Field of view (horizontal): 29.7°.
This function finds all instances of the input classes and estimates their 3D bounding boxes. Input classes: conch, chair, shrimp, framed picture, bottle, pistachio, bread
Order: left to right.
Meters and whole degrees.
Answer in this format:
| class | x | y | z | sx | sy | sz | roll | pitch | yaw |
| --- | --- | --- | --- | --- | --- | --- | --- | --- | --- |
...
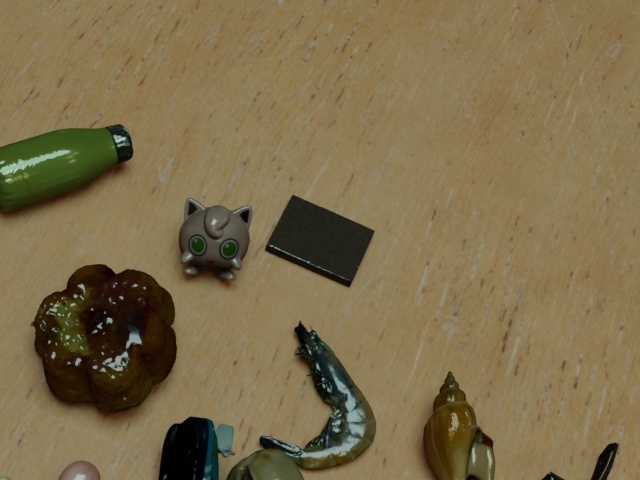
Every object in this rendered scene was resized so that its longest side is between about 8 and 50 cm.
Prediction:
| class | x | y | z | sx | sy | sz | roll | pitch | yaw |
| --- | --- | --- | --- | --- | --- | --- | --- | --- | --- |
| bottle | -0.462 | -0.140 | 2.143 | 0.260 | 0.112 | 0.112 | -21 | 63 | -25 |
| bread | -0.354 | 0.157 | 1.954 | 0.232 | 0.135 | 0.246 | 1 | 58 | 3 |
| pistachio | -0.070 | 0.419 | 1.860 | 0.131 | 0.129 | 0.206 | 18 | 41 | -60 |
| shrimp | -0.031 | 0.261 | 2.010 | 0.198 | 0.051 | 0.262 | -19 | 66 | -23 |
| framed picture | 0.000 | 0.000 | 2.210 | 0.168 | 0.023 | 0.128 | 24 | 55 | 3 |
| conch | 0.223 | 0.377 | 1.978 | 0.109 | 0.093 | 0.330 | 7 | 74 | -30 |
| chair | 0.412 | 0.405 | 1.997 | 0.101 | 0.084 | 0.212 | 26 | 55 | 1 |

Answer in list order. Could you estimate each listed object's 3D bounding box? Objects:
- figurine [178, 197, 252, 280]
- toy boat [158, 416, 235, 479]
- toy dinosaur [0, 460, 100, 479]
| class | x | y | z | sx | sy | sz | roll | pitch | yaw |
| --- | --- | --- | --- | --- | --- | --- | --- | --- | --- |
| figurine | -0.185 | -0.002 | 2.106 | 0.125 | 0.125 | 0.138 | 10 | 100 | -2 |
| toy boat | -0.188 | 0.421 | 1.814 | 0.092 | 0.134 | 0.299 | 19 | 63 | -30 |
| toy dinosaur | -0.383 | 0.407 | 1.771 | 0.152 | 0.194 | 0.177 | 29 | 76 | 17 |
